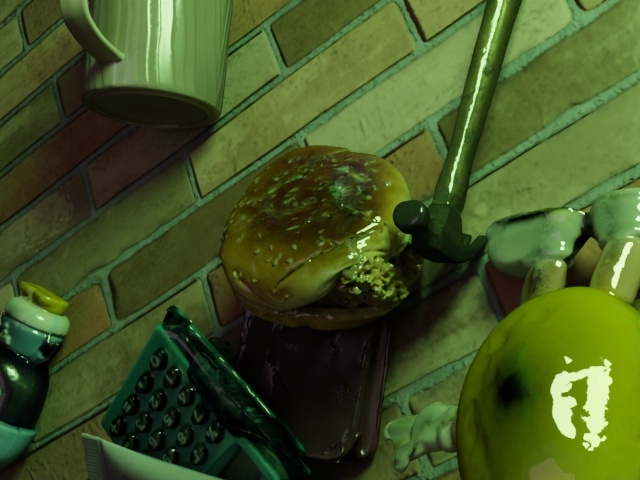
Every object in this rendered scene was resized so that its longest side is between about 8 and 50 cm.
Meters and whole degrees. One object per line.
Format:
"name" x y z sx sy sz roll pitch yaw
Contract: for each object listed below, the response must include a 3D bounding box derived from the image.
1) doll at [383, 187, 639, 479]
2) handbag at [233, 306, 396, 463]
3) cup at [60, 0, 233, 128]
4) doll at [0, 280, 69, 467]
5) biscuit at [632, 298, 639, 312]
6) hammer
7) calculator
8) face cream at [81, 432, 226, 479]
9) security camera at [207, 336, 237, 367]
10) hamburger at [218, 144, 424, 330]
"doll" 0.218 0.120 0.933 0.423 0.161 0.348 -55 24 -11
"handbag" -0.013 0.159 1.190 0.203 0.074 0.216 1 76 35
"cup" -0.231 -0.321 1.358 0.208 0.288 0.273 4 81 -1
"doll" -0.487 0.219 1.462 0.177 0.141 0.314 20 85 43
"biscuit" 0.319 0.128 0.967 0.234 0.030 0.153 -22 46 29
"hammer" 0.188 -0.181 1.116 0.044 0.168 0.440 7 72 34
"calculator" -0.157 0.247 1.190 0.274 0.058 0.248 48 127 17
"face cream" -0.125 0.375 1.111 0.420 0.137 0.235 6 109 35
"security camera" -0.156 0.179 1.301 0.092 0.058 0.058 -51 54 22
"hamburger" 0.000 0.000 1.128 0.243 0.146 0.286 -23 39 -1
